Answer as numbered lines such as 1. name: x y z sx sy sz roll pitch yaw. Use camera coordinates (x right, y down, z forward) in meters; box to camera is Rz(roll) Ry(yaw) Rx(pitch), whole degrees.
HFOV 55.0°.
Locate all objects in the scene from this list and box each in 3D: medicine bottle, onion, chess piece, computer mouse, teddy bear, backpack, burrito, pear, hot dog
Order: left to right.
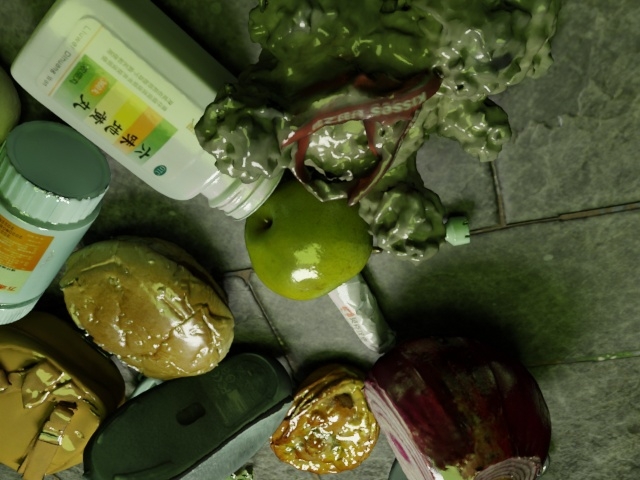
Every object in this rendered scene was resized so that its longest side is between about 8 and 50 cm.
1. medicine bottle: -0.434 -0.020 0.892 0.158 0.158 0.318 34 126 -20
2. backpack: -0.524 0.277 1.129 0.378 0.201 0.353 -25 122 28
3. medicine bottle: -0.195 -0.162 0.767 0.179 0.124 0.324 -34 120 31
4. computer mouse: -0.218 0.328 1.066 0.374 0.203 0.114 -23 143 -22
5. pear: 0.000 0.000 0.871 0.216 0.166 0.180 13 128 -45
6. hot dog: 0.011 0.351 1.177 0.196 0.122 0.272 19 131 -11
7. burrito: 0.068 0.113 1.008 0.064 0.064 0.203 -19 124 22
8. teddy bear: 0.097 -0.181 0.662 0.358 0.224 0.368 28 127 -34
9. chess piece: 0.162 -0.009 0.892 0.103 0.067 0.067 -7 129 3
10. onion: 0.240 0.292 1.001 0.260 0.282 0.336 -28 115 -7

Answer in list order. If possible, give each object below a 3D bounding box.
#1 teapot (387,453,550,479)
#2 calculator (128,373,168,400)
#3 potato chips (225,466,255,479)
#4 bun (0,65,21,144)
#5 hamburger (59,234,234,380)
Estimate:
1. teapot: 0.316 0.494 1.248 0.285 0.305 0.223 37 162 -31
2. calculator: -0.289 0.358 1.186 0.141 0.045 0.246 -46 69 29
3. potato chips: -0.356 0.532 1.388 0.373 0.097 0.389 28 131 -16
4. bun: -0.491 -0.187 0.789 0.164 0.111 0.188 -24 127 27
5. hamburger: -0.251 0.109 0.998 0.211 0.132 0.308 -21 123 26
